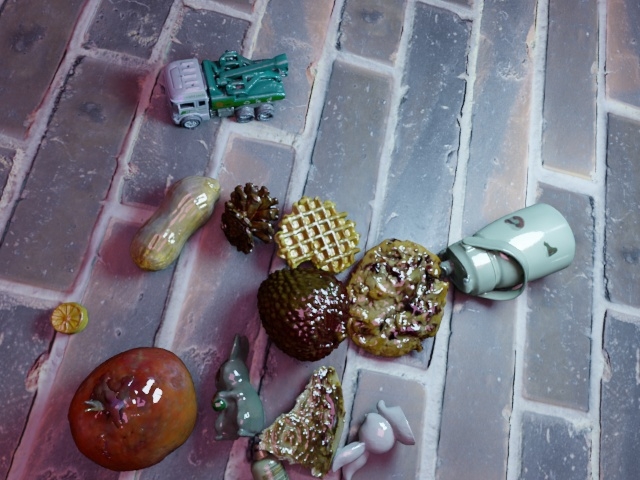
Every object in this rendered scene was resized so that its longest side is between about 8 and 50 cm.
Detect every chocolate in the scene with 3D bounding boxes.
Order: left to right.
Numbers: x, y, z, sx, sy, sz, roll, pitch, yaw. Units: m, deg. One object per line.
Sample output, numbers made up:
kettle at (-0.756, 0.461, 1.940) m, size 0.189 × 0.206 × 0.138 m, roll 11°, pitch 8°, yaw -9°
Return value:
chocolate at (-0.388, -0.054, 1.216) m, size 0.134 × 0.134 × 0.309 m, roll 37°, pitch 74°, yaw 2°

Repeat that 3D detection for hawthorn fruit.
hawthorn fruit at (-0.428, 0.373, 1.008) m, size 0.275 × 0.307 × 0.276 m, roll -1°, pitch 74°, yaw 5°

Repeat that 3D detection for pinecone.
pinecone at (-0.190, -0.064, 1.229) m, size 0.149 × 0.179 × 0.195 m, roll 16°, pitch 51°, yaw -5°

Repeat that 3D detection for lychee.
lychee at (-0.043, 0.179, 1.162) m, size 0.271 × 0.236 × 0.236 m, roll 29°, pitch 71°, yaw 22°

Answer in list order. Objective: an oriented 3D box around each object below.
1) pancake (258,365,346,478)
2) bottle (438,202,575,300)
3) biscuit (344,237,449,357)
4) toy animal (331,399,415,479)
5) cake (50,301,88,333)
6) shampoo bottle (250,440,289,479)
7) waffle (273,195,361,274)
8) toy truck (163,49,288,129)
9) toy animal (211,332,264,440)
pancake at (-0.046, 0.464, 1.152) m, size 0.244 × 0.057 × 0.266 m, roll -2°, pitch 72°, yaw -24°
bottle at (0.518, 0.046, 1.298) m, size 0.351 × 0.229 × 0.229 m, roll -20°, pitch 79°, yaw -8°
biscuit at (0.211, 0.160, 1.259) m, size 0.289 × 0.081 × 0.334 m, roll 22°, pitch 84°, yaw 2°
toy animal at (0.121, 0.507, 1.167) m, size 0.220 × 0.104 × 0.131 m, roll -26°, pitch 51°, yaw -1°
cake at (-0.634, 0.196, 1.150) m, size 0.084 × 0.044 × 0.084 m, roll 2°, pitch 75°, yaw -7°
shampoo bottle at (-0.124, 0.574, 1.114) m, size 0.079 × 0.079 × 0.162 m, roll -23°, pitch 79°, yaw -14°
waffle at (0.000, 0.000, 1.276) m, size 0.253 × 0.056 × 0.249 m, roll 40°, pitch 61°, yaw -15°
toy truck at (-0.270, -0.451, 1.321) m, size 0.363 × 0.178 × 0.177 m, roll -13°, pitch 78°, yaw -10°
toy animal at (-0.214, 0.370, 1.151) m, size 0.125 × 0.127 × 0.251 m, roll -10°, pitch 62°, yaw 0°
